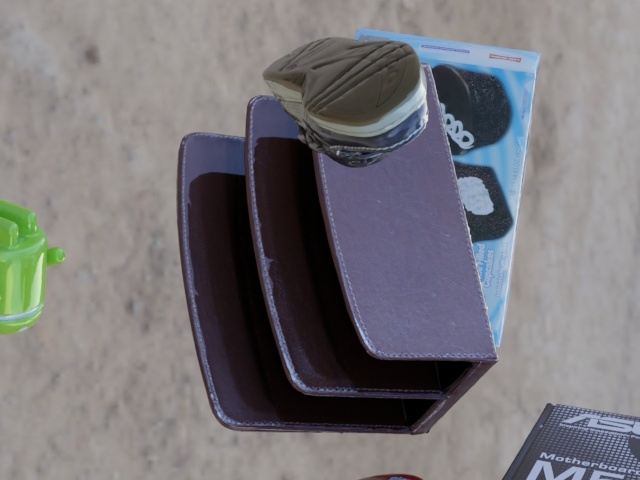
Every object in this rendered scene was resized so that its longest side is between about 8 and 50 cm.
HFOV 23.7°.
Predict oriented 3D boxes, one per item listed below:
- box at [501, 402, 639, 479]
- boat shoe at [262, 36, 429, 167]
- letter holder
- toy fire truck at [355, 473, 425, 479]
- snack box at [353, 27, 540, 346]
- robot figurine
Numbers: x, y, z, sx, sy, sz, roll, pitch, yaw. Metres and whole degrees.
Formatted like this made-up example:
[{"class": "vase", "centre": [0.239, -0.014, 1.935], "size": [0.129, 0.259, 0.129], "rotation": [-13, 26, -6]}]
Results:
[{"class": "box", "centre": [0.225, 0.170, 0.806], "size": [0.216, 0.270, 0.060], "rotation": [-37, 132, -63]}, {"class": "boat shoe", "centre": [0.026, -0.086, 1.010], "size": [0.080, 0.223, 0.073], "rotation": [-34, 111, -9]}, {"class": "letter holder", "centre": [0.000, 0.000, 1.323], "size": [0.214, 0.152, 0.302], "rotation": [4, 58, -22]}, {"class": "toy fire truck", "centre": [0.141, 0.277, 1.206], "size": [0.302, 0.254, 0.169], "rotation": [-131, -153, -81]}, {"class": "snack box", "centre": [0.113, -0.050, 1.571], "size": [0.060, 0.187, 0.322], "rotation": [-65, 161, -58]}, {"class": "robot figurine", "centre": [-0.257, 0.027, 1.245], "size": [0.101, 0.067, 0.115], "rotation": [-43, 146, -55]}]
